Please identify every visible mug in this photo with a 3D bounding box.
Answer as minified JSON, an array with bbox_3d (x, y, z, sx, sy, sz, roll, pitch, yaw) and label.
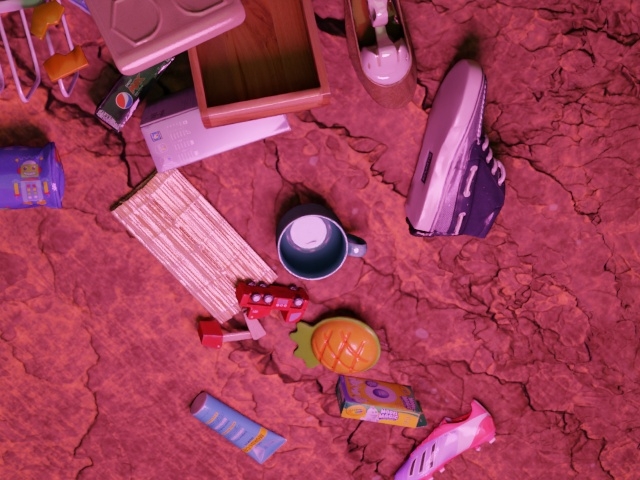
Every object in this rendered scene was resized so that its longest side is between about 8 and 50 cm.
[{"bbox_3d":[-0.009,0.004,1.754,0.158,0.097,0.129,39,102,-19],"label":"mug"}]

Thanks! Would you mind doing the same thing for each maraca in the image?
[{"bbox_3d":[0.028,0.204,1.842,0.186,0.099,0.127,-2,112,22],"label":"maraca"}]

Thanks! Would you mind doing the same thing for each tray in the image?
[{"bbox_3d":[-0.124,-0.397,1.492,0.203,0.076,0.411,-11,82,-3],"label":"tray"}]

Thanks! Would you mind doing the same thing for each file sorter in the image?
[{"bbox_3d":[-0.551,-0.309,1.520,0.278,0.193,0.173,-10,115,-3],"label":"file sorter"}]

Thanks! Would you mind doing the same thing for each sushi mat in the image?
[{"bbox_3d":[-0.233,0.009,1.772,0.151,0.019,0.316,-39,111,8],"label":"sushi mat"}]

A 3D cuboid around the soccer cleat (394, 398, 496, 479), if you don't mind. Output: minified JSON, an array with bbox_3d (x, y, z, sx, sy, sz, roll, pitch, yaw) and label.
[{"bbox_3d":[0.250,0.428,1.971,0.248,0.083,0.095,-33,87,10],"label":"soccer cleat"}]

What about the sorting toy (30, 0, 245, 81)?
[{"bbox_3d":[-0.295,-0.371,1.415,0.307,0.041,0.229,-26,97,-5],"label":"sorting toy"}]

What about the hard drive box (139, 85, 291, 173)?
[{"bbox_3d":[-0.179,-0.214,1.604,0.232,0.181,0.089,-19,113,2],"label":"hard drive box"}]

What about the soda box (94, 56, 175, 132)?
[{"bbox_3d":[-0.320,-0.272,1.629,0.053,0.060,0.169,37,102,-20],"label":"soda box"}]

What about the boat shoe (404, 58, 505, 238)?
[{"bbox_3d":[0.274,-0.157,1.723,0.158,0.127,0.340,8,118,-17],"label":"boat shoe"}]

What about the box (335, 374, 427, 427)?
[{"bbox_3d":[0.125,0.325,1.892,0.179,0.105,0.043,12,110,-12],"label":"box"}]

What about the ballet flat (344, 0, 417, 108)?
[{"bbox_3d":[0.099,-0.375,1.604,0.116,0.124,0.342,-13,113,-1],"label":"ballet flat"}]

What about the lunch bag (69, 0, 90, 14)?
[{"bbox_3d":[-0.328,-0.403,1.517,0.219,0.176,0.090,31,109,-15],"label":"lunch bag"}]

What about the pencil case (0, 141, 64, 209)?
[{"bbox_3d":[-0.597,-0.102,1.632,0.306,0.133,0.119,-4,86,-6],"label":"pencil case"}]

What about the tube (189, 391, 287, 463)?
[{"bbox_3d":[-0.170,0.381,1.915,0.207,0.052,0.080,38,112,-25],"label":"tube"}]

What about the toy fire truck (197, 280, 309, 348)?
[{"bbox_3d":[-0.128,0.147,1.808,0.192,0.047,0.135,7,120,-24],"label":"toy fire truck"}]
